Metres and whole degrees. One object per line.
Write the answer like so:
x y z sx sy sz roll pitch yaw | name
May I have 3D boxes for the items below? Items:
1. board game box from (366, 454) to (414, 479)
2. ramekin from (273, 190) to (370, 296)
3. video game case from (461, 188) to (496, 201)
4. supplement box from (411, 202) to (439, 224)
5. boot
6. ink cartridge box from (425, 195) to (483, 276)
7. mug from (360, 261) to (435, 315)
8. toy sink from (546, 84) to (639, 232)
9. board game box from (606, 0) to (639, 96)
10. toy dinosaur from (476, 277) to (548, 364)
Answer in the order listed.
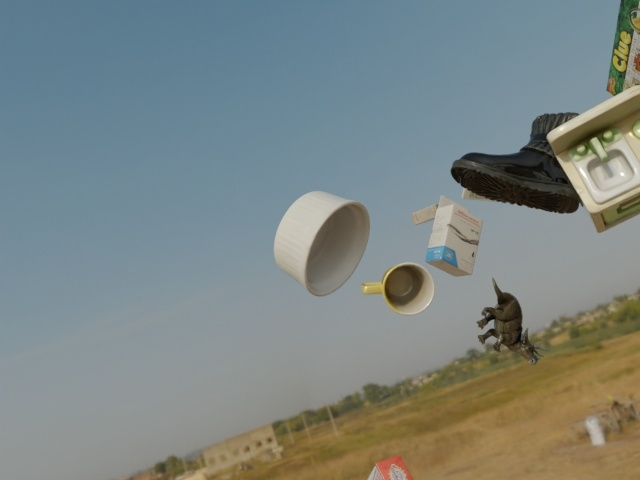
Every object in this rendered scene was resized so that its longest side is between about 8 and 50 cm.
0.159 0.653 1.410 0.064 0.242 0.317 -10 -41 -26 | board game box
0.000 0.000 1.775 0.277 0.135 0.277 -35 -42 -38 | ramekin
0.545 -0.194 2.098 0.157 0.019 0.143 4 -62 -7 | video game case
0.311 -0.076 1.817 0.062 0.036 0.098 -13 -6 -35 | supplement box
0.535 -0.229 1.715 0.347 0.260 0.131 16 -21 7 | boot
0.326 -0.016 1.570 0.104 0.180 0.060 24 -19 -25 | ink cartridge box
0.094 0.051 0.791 0.062 0.078 0.064 -62 5 1 | mug
0.477 -0.116 1.042 0.152 0.131 0.234 -29 -24 18 | toy sink
0.661 -0.379 1.347 0.030 0.136 0.260 -27 -39 -5 | board game box
0.576 0.247 2.040 0.160 0.314 0.121 -23 9 -20 | toy dinosaur
